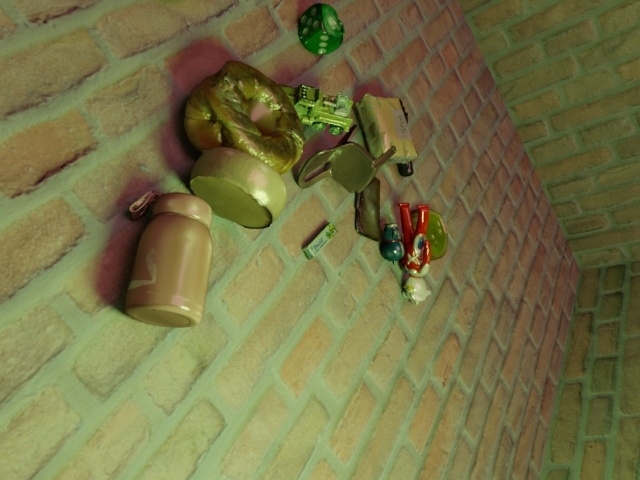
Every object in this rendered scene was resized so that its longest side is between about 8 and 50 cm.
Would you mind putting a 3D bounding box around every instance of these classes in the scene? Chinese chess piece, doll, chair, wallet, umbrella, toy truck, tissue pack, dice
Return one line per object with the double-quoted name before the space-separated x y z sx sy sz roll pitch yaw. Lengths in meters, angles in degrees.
"Chinese chess piece" -0.208 -0.129 1.404 0.249 0.249 0.103 39 62 -34
"doll" 0.262 0.013 2.020 0.085 0.114 0.152 -6 91 -12
"chair" 0.087 -0.242 1.820 0.183 0.176 0.326 39 42 4
"wallet" 0.175 -0.132 2.018 0.137 0.031 0.256 24 60 -42
"doll" 0.346 0.053 2.050 0.098 0.188 0.385 -9 98 -23
"umbrella" 0.327 -0.415 2.240 0.090 0.094 0.327 -6 81 -35
"toy truck" -0.020 -0.437 1.753 0.259 0.135 0.129 8 68 -11
"tissue pack" 0.246 -0.418 2.111 0.214 0.123 0.257 -10 82 -43
"dice" 0.002 -0.741 1.948 0.128 0.120 0.131 9 69 -46

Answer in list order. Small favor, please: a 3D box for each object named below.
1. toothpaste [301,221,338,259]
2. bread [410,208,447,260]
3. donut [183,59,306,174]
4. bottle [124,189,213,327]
"toothpaste" 0.000 0.000 1.770 0.046 0.034 0.164 57 43 -14
"bread" 0.433 -0.027 2.248 0.236 0.069 0.236 17 66 -43
"donut" -0.205 -0.320 1.529 0.360 0.170 0.361 30 46 -37
"bottle" -0.349 0.033 1.261 0.206 0.173 0.297 10 67 -11
